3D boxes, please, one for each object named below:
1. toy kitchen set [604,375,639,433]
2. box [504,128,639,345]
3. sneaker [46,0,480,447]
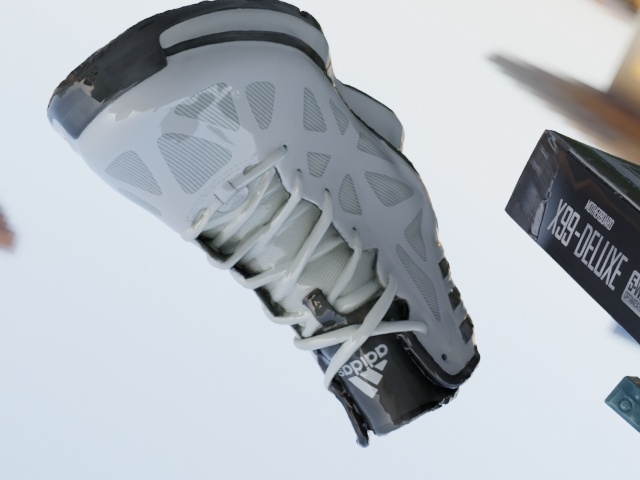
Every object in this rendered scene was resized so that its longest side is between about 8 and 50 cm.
[{"bbox_3d":[0.451,0.162,2.243,0.166,0.207,0.122,42,-170,14],"label":"toy kitchen set"},{"bbox_3d":[0.313,0.039,1.409,0.307,0.077,0.242,20,-164,-25],"label":"box"},{"bbox_3d":[0.001,-0.001,1.367,0.257,0.169,0.447,61,-163,21],"label":"sneaker"}]
